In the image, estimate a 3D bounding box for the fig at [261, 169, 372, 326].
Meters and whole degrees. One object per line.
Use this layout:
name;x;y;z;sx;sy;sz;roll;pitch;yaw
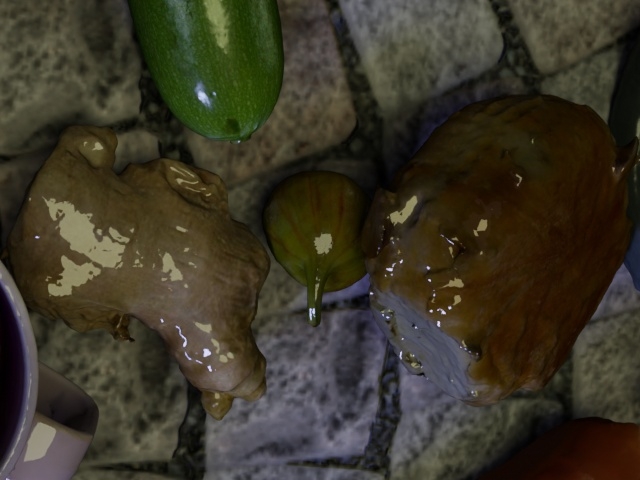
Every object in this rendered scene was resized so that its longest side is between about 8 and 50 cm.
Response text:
fig;0.000;0.000;1.059;0.082;0.098;0.084;11;119;-5

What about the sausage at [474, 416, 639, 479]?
sausage;0.091;0.243;1.150;0.348;0.094;0.097;-32;90;-9

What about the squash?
squash;-0.089;-0.240;0.973;0.101;0.101;0.379;-14;111;-16

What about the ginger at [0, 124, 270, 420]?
ginger;-0.100;0.018;1.041;0.213;0.074;0.137;33;92;-18

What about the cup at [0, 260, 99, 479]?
cup;-0.254;0.039;0.882;0.288;0.273;0.208;0;102;-20

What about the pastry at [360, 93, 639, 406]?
pastry;0.118;0.006;1.074;0.229;0.100;0.218;7;106;-53

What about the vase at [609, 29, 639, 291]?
vase;0.383;-0.061;1.123;0.291;0.245;0.245;-3;103;-25
